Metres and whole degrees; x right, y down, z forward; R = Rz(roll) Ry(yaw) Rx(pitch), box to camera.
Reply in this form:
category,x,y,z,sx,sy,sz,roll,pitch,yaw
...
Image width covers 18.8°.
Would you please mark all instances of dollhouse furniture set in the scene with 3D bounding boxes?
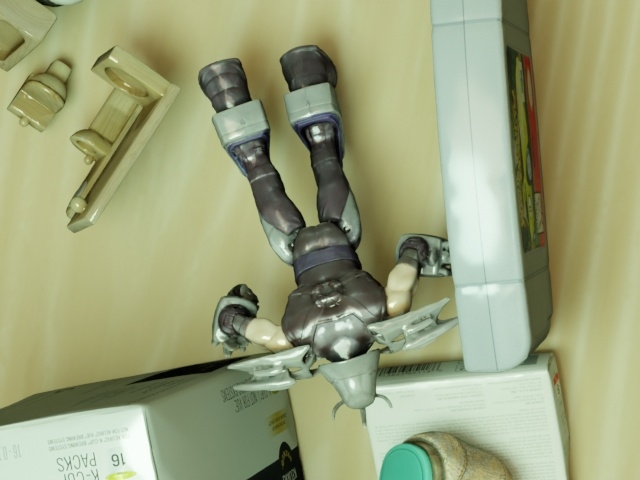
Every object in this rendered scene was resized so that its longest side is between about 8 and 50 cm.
category,x,y,z,sx,sy,sz,roll,pitch,yaw
dollhouse furniture set,-0.217,-0.095,1.450,0.151,0.144,0.123,35,72,-15

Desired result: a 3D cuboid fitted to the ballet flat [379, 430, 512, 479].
category,x,y,z,sx,sy,sz,roll,pitch,yaw
ballet flat,0.084,0.297,1.383,0.107,0.106,0.316,11,90,55

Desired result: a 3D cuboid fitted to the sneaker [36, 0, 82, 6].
category,x,y,z,sx,sy,sz,roll,pitch,yaw
sneaker,-0.055,-0.346,1.395,0.257,0.169,0.448,26,97,14

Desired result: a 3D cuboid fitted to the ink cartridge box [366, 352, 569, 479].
category,x,y,z,sx,sy,sz,roll,pitch,yaw
ink cartridge box,0.117,0.177,1.453,0.145,0.045,0.179,-6,109,15

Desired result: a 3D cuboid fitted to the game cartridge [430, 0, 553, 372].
category,x,y,z,sx,sy,sz,roll,pitch,yaw
game cartridge,0.120,-0.060,1.350,0.060,0.196,0.294,-5,92,16

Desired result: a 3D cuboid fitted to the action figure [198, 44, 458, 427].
category,x,y,z,sx,sy,sz,roll,pitch,yaw
action figure,0.000,0.000,1.377,0.185,0.099,0.285,-14,67,-4

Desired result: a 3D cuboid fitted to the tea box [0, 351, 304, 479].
category,x,y,z,sx,sy,sz,roll,pitch,yaw
tea box,-0.138,0.267,1.365,0.220,0.329,0.324,-12,89,14
